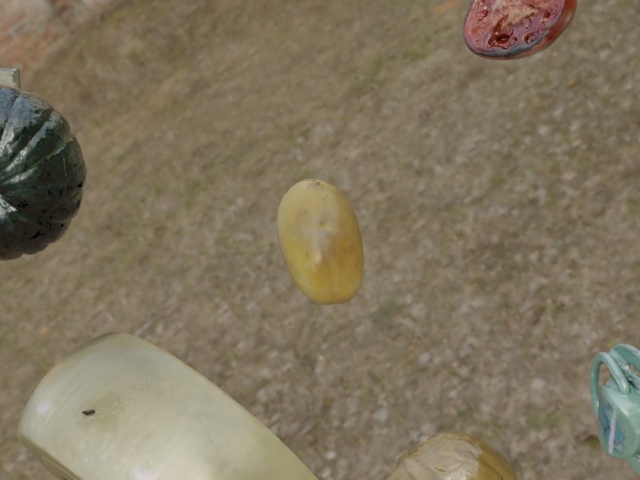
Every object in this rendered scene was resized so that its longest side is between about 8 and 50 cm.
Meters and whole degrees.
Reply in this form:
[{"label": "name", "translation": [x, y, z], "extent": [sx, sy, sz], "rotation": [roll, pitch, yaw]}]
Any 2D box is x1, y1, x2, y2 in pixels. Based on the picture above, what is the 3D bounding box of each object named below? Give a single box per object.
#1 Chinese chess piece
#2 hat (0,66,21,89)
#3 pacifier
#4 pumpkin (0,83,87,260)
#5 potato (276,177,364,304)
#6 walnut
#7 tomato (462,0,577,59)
[{"label": "Chinese chess piece", "translation": [-0.096, 0.182, 0.829], "extent": [0.102, 0.273, 0.273], "rotation": [-48, 22, -21]}, {"label": "hat", "translation": [-0.515, -0.221, 1.653], "extent": [0.147, 0.175, 0.084], "rotation": [-168, 91, -69]}, {"label": "pacifier", "translation": [0.325, 0.157, 1.124], "extent": [0.117, 0.150, 0.127], "rotation": [-20, 33, -15]}, {"label": "pumpkin", "translation": [-0.394, -0.082, 1.391], "extent": [0.220, 0.220, 0.162], "rotation": [-35, 17, 4]}, {"label": "potato", "translation": [0.000, 0.000, 1.922], "extent": [0.146, 0.150, 0.233], "rotation": [116, 146, -45]}, {"label": "walnut", "translation": [0.137, 0.281, 1.205], "extent": [0.166, 0.166, 0.149], "rotation": [-39, 21, -6]}, {"label": "tomato", "translation": [0.298, -0.323, 1.637], "extent": [0.174, 0.082, 0.166], "rotation": [39, 109, 48]}]
